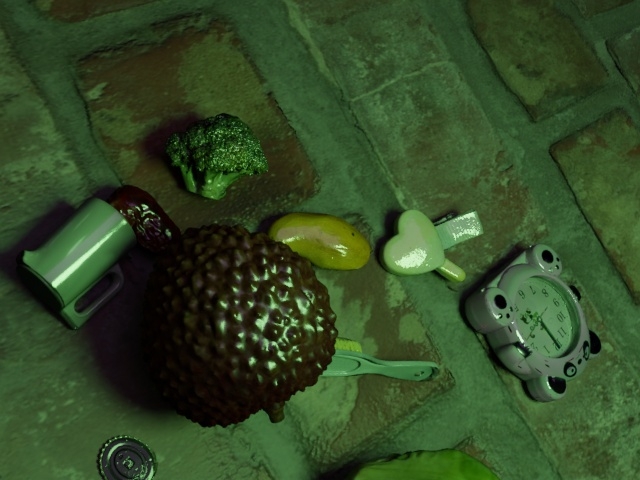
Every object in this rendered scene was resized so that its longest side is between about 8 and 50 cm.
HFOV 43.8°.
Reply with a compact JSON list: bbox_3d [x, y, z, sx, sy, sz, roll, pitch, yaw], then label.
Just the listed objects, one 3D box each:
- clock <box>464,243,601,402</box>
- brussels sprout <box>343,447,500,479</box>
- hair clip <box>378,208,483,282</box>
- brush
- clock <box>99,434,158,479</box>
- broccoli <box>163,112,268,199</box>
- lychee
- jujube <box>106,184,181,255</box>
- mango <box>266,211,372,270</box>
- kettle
[{"bbox_3d":[0.403,0.155,1.481,0.227,0.090,0.248,-36,91,-33],"label":"clock"},{"bbox_3d":[0.143,0.417,1.173,0.271,0.219,0.210,21,43,2],"label":"brussels sprout"},{"bbox_3d":[0.204,0.011,1.449,0.218,0.071,0.159,-22,85,-28],"label":"hair clip"},{"bbox_3d":[0.066,0.191,1.312,0.297,0.068,0.060,11,45,-28],"label":"brush"},{"bbox_3d":[-0.269,0.311,1.111,0.083,0.010,0.074,43,58,-7],"label":"clock"},{"bbox_3d":[-0.170,-0.138,1.274,0.162,0.146,0.138,13,97,-39],"label":"broccoli"},{"bbox_3d":[-0.114,0.119,1.107,0.275,0.275,0.304,-34,107,-33],"label":"lychee"},{"bbox_3d":[-0.266,-0.029,1.208,0.129,0.077,0.077,40,58,-16],"label":"jujube"},{"bbox_3d":[0.000,0.000,1.338,0.190,0.075,0.098,13,57,-16],"label":"mango"},{"bbox_3d":[-0.347,0.029,1.142,0.098,0.127,0.148,27,58,21],"label":"kettle"}]
